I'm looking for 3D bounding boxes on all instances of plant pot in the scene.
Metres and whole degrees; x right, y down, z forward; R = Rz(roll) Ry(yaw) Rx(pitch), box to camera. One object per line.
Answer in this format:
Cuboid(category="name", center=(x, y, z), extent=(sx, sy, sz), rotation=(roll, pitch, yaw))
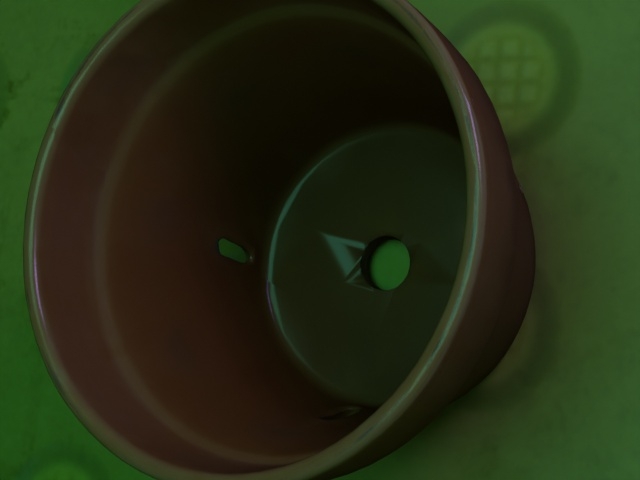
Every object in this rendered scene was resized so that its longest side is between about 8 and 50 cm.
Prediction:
Cuboid(category="plant pot", center=(0.000, 0.000, 0.767), extent=(0.290, 0.203, 0.291), rotation=(-5, 80, 29))
